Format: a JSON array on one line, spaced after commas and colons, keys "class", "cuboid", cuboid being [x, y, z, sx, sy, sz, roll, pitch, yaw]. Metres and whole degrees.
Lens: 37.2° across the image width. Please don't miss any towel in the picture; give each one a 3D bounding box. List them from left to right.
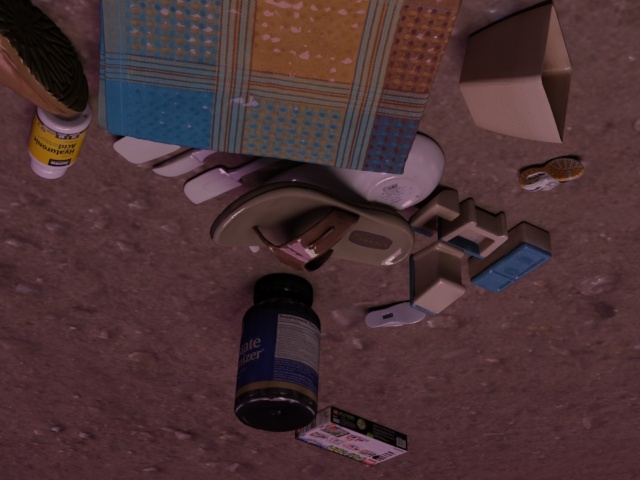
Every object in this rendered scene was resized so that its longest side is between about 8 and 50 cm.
[{"class": "towel", "cuboid": [-0.057, -0.196, 1.046, 0.370, 0.040, 0.271, 7, 138, -8]}]

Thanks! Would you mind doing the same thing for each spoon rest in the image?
[{"class": "spoon rest", "cuboid": [0.026, -0.070, 1.230, 0.276, 0.084, 0.137, -18, 143, 6]}]

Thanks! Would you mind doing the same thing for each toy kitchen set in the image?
[{"class": "toy kitchen set", "cuboid": [0.204, 0.051, 1.296, 0.207, 0.166, 0.122, 21, 141, -25]}]

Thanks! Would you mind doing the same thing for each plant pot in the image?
[{"class": "plant pot", "cuboid": [0.210, -0.176, 1.032, 0.096, 0.109, 0.109, -1, 147, 26]}]

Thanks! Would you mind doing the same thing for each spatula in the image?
[{"class": "spatula", "cuboid": [-0.123, -0.123, 1.197, 0.242, 0.019, 0.168, -21, 138, 30]}]

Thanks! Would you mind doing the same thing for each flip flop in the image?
[{"class": "flip flop", "cuboid": [0.000, 0.000, 1.176, 0.277, 0.080, 0.112, 12, 136, -29]}]

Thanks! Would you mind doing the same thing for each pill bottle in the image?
[{"class": "pill bottle", "cuboid": [-0.322, -0.127, 1.163, 0.065, 0.065, 0.116, 15, 144, -17]}, {"class": "pill bottle", "cuboid": [-0.061, 0.166, 1.432, 0.123, 0.219, 0.123, 1, 145, 1]}]

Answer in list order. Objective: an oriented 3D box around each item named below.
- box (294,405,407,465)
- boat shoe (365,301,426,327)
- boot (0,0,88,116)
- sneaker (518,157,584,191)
[{"class": "box", "cuboid": [0.063, 0.398, 1.918, 0.207, 0.036, 0.114, 27, 138, -31]}, {"class": "boat shoe", "cuboid": [0.123, 0.122, 1.526, 0.100, 0.035, 0.035, -14, 169, 17]}, {"class": "boot", "cuboid": [-0.429, -0.194, 1.063, 0.269, 0.089, 0.236, -18, 130, 27]}, {"class": "sneaker", "cuboid": [0.299, -0.083, 1.224, 0.083, 0.032, 0.037, -10, 157, 25]}]
